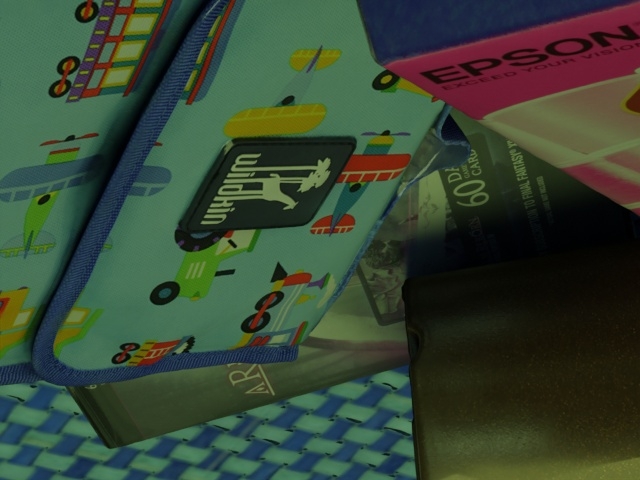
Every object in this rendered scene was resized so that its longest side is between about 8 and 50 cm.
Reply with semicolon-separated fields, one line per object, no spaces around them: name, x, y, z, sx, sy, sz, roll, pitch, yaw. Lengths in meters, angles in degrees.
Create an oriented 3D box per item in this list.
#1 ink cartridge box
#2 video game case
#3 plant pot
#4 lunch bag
ink cartridge box;0.133;-0.080;0.600;0.176;0.069;0.371;-12;164;24
video game case;0.000;0.000;0.838;0.274;0.026;0.196;-17;140;5
plant pot;0.122;0.072;0.819;0.165;0.167;0.167;-6;140;4
lunch bag;-0.076;-0.050;0.686;0.293;0.138;0.221;3;131;-30
